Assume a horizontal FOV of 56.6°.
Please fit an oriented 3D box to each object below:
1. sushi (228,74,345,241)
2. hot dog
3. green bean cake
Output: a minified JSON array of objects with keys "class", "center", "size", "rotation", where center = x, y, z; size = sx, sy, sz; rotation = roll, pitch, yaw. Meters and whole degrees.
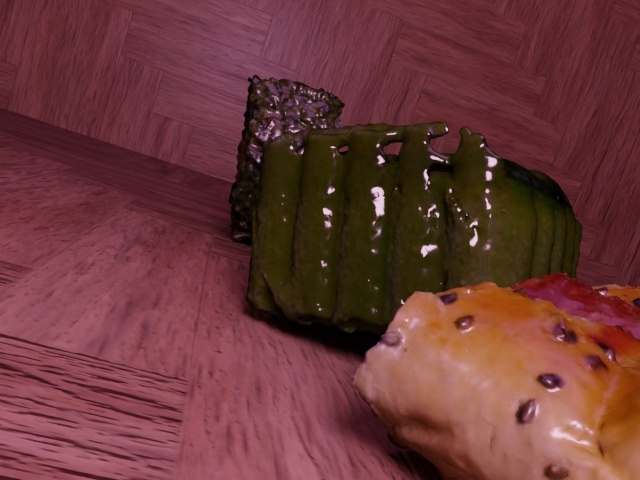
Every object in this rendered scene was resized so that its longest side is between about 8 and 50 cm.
[{"class":"sushi","center":[-0.076,-0.131,1.126],"size":[0.178,0.293,0.352],"rotation":[10,-6,-8]},{"class":"hot dog","center":[0.275,0.147,0.378],"size":[0.367,0.196,0.365],"rotation":[9,15,-42]},{"class":"green bean cake","center":[0.111,0.004,0.697],"size":[0.335,0.218,0.319],"rotation":[6,-3,30]}]
